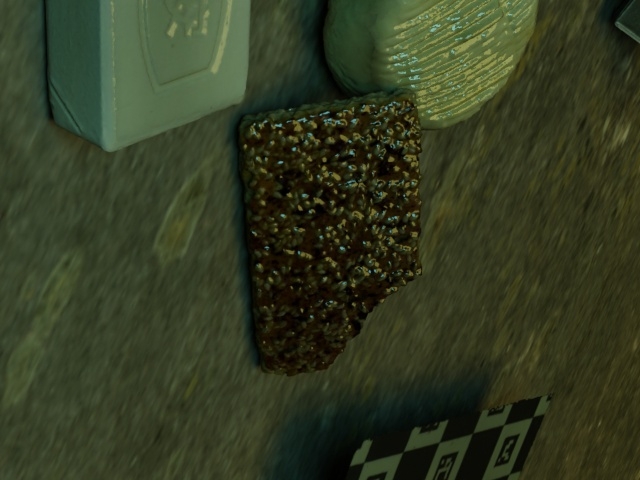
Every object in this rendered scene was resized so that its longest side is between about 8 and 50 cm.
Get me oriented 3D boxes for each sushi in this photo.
[{"bbox_3d":[0.049,0.294,1.433,0.359,0.064,0.343,-2,116,-56],"label":"sushi"}]

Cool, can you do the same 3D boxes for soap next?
[{"bbox_3d":[-0.100,-0.156,0.923,0.121,0.064,0.183,-27,131,-42],"label":"soap"}]

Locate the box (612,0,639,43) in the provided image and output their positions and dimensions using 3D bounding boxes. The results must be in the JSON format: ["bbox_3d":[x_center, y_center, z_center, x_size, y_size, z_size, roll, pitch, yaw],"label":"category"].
[{"bbox_3d":[0.435,-0.277,1.426,0.325,0.180,0.047,-53,-175,19],"label":"box"}]

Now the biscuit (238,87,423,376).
[{"bbox_3d":[0.011,0.002,1.154,0.131,0.026,0.237,-8,126,-7],"label":"biscuit"}]

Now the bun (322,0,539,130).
[{"bbox_3d":[0.073,-0.168,1.135,0.164,0.111,0.188,-36,141,-8],"label":"bun"}]
